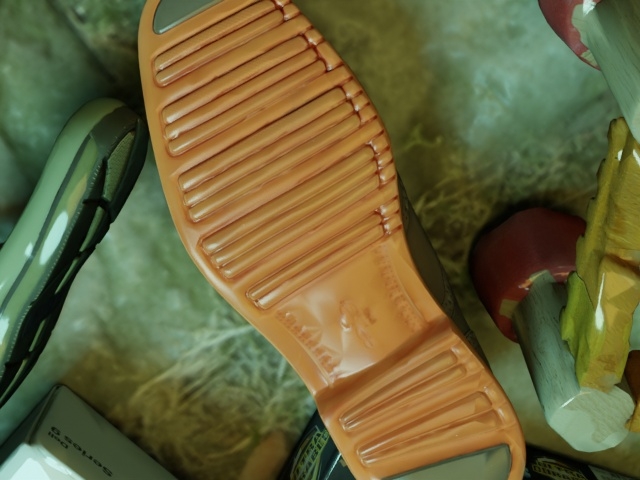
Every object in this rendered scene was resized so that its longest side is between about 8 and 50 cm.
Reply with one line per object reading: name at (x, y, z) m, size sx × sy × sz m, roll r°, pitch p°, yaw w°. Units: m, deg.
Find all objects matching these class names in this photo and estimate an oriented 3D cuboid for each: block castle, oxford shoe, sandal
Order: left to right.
sandal at (-0.202, 0.037, 0.990) m, size 0.086 × 0.120 × 0.303 m, roll 32°, pitch 103°, yaw 1°
oxford shoe at (0.000, 0.000, 1.019) m, size 0.130 × 0.133 × 0.364 m, roll -25°, pitch 102°, yaw 5°
block castle at (0.337, -0.044, 1.043) m, size 0.453 × 0.213 × 0.303 m, roll 0°, pitch 128°, yaw -10°

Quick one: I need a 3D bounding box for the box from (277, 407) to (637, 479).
box at (0.074, 0.273, 1.196) m, size 0.293 × 0.073 × 0.295 m, roll 19°, pitch 108°, yaw -21°

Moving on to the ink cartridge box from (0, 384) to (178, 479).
ink cartridge box at (-0.178, 0.268, 1.058) m, size 0.211 × 0.121 × 0.289 m, roll 41°, pitch 100°, yaw -8°
